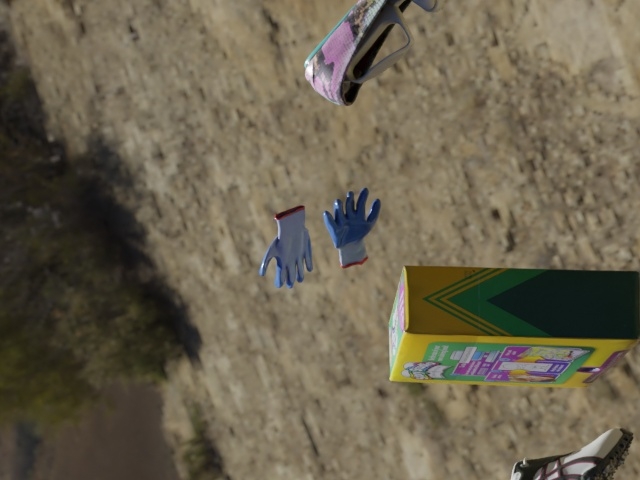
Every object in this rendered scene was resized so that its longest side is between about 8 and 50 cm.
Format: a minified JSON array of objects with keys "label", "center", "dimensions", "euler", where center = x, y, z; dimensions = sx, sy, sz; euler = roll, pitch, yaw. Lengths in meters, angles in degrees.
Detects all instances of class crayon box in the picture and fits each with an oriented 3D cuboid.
[{"label":"crayon box","center":[0.262,0.128,1.901],"dimensions":[0.363,0.313,0.106],"euler":[92,-179,-74]}]

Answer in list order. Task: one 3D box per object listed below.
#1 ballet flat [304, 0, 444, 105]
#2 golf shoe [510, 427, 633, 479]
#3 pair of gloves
[{"label":"ballet flat","center":[0.069,-0.224,1.286],"dimensions":[0.079,0.077,0.221],"euler":[43,111,20]},{"label":"golf shoe","center":[0.361,0.364,2.035],"dimensions":[0.120,0.273,0.105],"euler":[47,171,26]},{"label":"pair of gloves","center":[0.000,0.000,1.956],"dimensions":[0.159,0.198,0.023],"euler":[88,155,-44]}]
